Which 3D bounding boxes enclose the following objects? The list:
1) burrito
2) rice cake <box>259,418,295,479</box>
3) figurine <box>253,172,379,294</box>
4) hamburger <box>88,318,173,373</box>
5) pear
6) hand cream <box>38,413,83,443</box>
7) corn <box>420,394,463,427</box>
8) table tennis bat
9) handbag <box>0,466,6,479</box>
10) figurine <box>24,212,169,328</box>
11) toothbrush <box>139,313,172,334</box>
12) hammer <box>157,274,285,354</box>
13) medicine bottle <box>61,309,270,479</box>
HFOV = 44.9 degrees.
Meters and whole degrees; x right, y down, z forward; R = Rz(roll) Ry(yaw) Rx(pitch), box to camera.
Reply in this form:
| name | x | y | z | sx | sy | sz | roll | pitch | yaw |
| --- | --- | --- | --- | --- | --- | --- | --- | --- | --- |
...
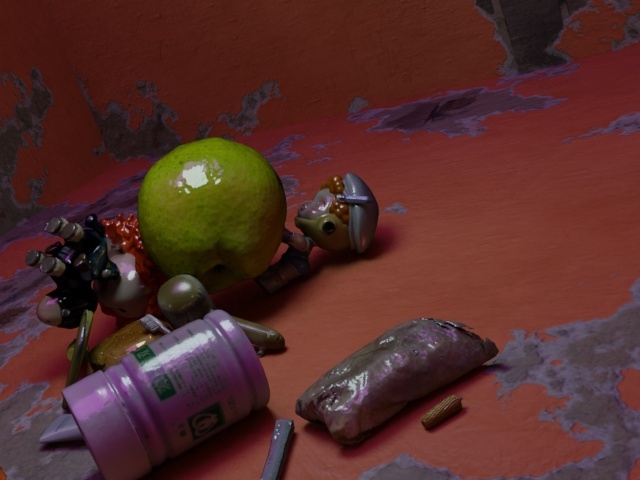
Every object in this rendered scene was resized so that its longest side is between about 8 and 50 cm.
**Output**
| name | x | y | z | sx | sy | sz | roll | pitch | yaw |
| --- | --- | --- | --- | --- | --- | --- | --- | --- | --- |
| burrito | 0.122 | 0.231 | 1.363 | 0.347 | 0.107 | 0.175 | -27 | 35 | -16 |
| rice cake | -0.076 | 0.367 | 1.280 | 0.033 | 0.033 | 0.208 | -4 | 24 | 12 |
| figurine | -0.010 | -0.003 | 2.016 | 0.382 | 0.205 | 0.224 | -39 | 17 | 5 |
| hamburger | -0.421 | 0.261 | 1.770 | 0.213 | 0.108 | 0.214 | -21 | 16 | 6 |
| pear | -0.264 | -0.049 | 1.875 | 0.391 | 0.391 | 0.391 | -17 | 20 | 6 |
| hand cream | -0.463 | 0.379 | 1.572 | 0.255 | 0.048 | 0.079 | -9 | 24 | 27 |
| corn | 0.200 | 0.279 | 1.268 | 0.083 | 0.028 | 0.027 | -30 | 28 | -18 |
| table tennis bat | -0.564 | 0.271 | 1.800 | 0.054 | 0.224 | 0.368 | 14 | -8 | -16 |
| handbag | -0.795 | 0.530 | 1.394 | 0.410 | 0.116 | 0.303 | -21 | 23 | -3 |
| figurine | -0.547 | 0.085 | 1.951 | 0.241 | 0.306 | 0.412 | -1 | 2 | 32 |
| toothbrush | -0.284 | 0.237 | 1.653 | 0.307 | 0.025 | 0.029 | 29 | 39 | 32 |
| hammer | -0.210 | 0.188 | 1.725 | 0.305 | 0.202 | 0.113 | 17 | 63 | 24 |
| medicine bottle | -0.278 | 0.285 | 1.415 | 0.325 | 0.212 | 0.212 | -26 | 21 | -21 |
